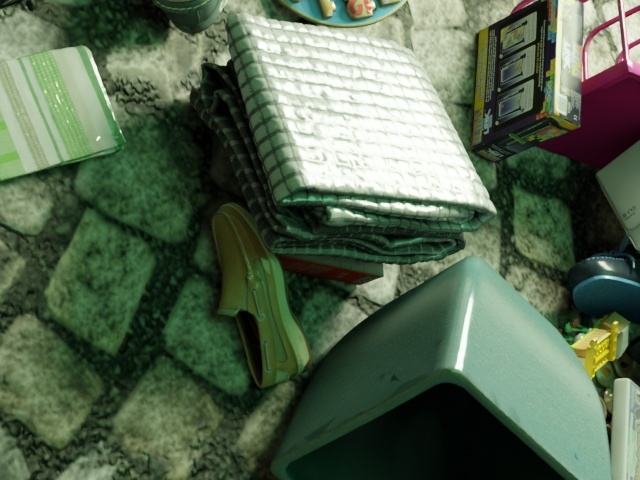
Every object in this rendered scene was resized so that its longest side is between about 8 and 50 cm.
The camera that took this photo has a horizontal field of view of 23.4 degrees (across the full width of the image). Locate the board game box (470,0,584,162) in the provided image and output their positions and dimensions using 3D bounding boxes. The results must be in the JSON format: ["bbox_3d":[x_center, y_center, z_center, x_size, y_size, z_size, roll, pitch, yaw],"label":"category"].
[{"bbox_3d":[0.246,-0.194,1.844,0.048,0.141,0.170,22,62,-31],"label":"board game box"}]

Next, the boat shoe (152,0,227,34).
[{"bbox_3d":[-0.130,-0.362,1.641,0.099,0.116,0.319,75,16,-59],"label":"boat shoe"}]

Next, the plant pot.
[{"bbox_3d":[0.137,0.166,1.578,0.248,0.247,0.252,42,36,-21],"label":"plant pot"}]

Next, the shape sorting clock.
[{"bbox_3d":[0.020,-0.337,1.737,0.206,0.040,0.206,3,80,-17],"label":"shape sorting clock"}]

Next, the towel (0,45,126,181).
[{"bbox_3d":[-0.268,-0.121,1.476,0.152,0.023,0.113,-20,86,-40],"label":"towel"}]

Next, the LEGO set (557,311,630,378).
[{"bbox_3d":[0.266,0.162,1.785,0.287,0.107,0.132,-61,148,-36],"label":"LEGO set"}]

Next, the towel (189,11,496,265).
[{"bbox_3d":[0.018,-0.094,1.600,0.283,0.121,0.235,3,55,-40],"label":"towel"}]

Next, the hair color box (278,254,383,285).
[{"bbox_3d":[0.000,0.000,1.639,0.141,0.043,0.072,13,67,-36],"label":"hair color box"}]

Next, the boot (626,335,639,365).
[{"bbox_3d":[0.426,0.159,1.912,0.099,0.045,0.121,56,25,5],"label":"boot"}]

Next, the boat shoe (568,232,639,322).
[{"bbox_3d":[0.378,0.048,1.917,0.258,0.109,0.089,19,56,-52],"label":"boat shoe"}]

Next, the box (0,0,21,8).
[{"bbox_3d":[-0.294,-0.324,1.435,0.077,0.147,0.180,-30,96,-42],"label":"box"}]

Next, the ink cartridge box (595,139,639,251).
[{"bbox_3d":[0.451,-0.047,1.896,0.176,0.128,0.127,23,35,-46],"label":"ink cartridge box"}]

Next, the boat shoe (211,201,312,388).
[{"bbox_3d":[-0.073,0.057,1.549,0.072,0.068,0.190,-24,92,-30],"label":"boat shoe"}]

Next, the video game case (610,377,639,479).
[{"bbox_3d":[0.391,0.288,1.845,0.183,0.023,0.201,36,53,-48],"label":"video game case"}]

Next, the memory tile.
[{"bbox_3d":[0.352,0.179,1.893,0.113,0.012,0.148,-15,85,-42],"label":"memory tile"}]

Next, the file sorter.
[{"bbox_3d":[0.399,-0.212,1.942,0.290,0.202,0.182,15,63,-36],"label":"file sorter"}]
